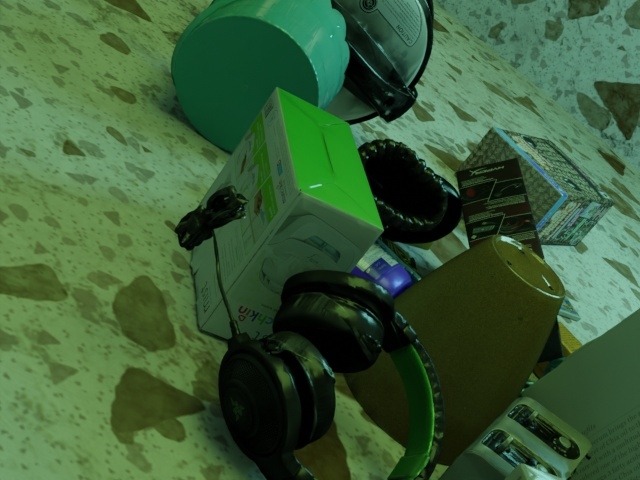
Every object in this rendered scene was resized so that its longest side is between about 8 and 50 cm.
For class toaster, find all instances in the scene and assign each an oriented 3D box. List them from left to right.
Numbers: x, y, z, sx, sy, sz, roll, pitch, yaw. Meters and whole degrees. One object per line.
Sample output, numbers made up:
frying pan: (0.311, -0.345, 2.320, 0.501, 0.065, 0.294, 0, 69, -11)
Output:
toaster: (0.203, 0.286, 1.138, 0.110, 0.185, 0.168, 42, 33, 17)

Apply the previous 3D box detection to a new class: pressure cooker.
pressure cooker: (0.024, -0.424, 1.916, 0.370, 0.375, 0.420, 1, 36, -13)

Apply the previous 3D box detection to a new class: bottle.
bottle: (0.000, 0.000, 1.452, 0.283, 0.092, 0.118, 42, 25, 11)

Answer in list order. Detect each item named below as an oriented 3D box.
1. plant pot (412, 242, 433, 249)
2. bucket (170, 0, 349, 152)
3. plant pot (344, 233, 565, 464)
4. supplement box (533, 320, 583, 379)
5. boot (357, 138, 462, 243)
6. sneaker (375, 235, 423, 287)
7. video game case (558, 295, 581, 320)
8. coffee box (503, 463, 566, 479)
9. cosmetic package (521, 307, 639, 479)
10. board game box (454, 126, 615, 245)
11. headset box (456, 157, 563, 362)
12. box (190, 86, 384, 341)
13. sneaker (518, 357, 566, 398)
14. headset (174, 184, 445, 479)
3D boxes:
plant pot: (0.174, -0.046, 1.773, 0.082, 0.083, 0.081, 16, 32, -40)
bucket: (-0.098, -0.283, 1.617, 0.281, 0.281, 0.183, 34, 33, -6)
plant pot: (0.196, 0.123, 1.304, 0.237, 0.254, 0.237, 31, 25, -16)
supplement box: (0.431, 0.238, 1.620, 0.080, 0.078, 0.233, 1, 43, -52)
boot: (0.138, -0.068, 1.562, 0.348, 0.131, 0.260, 8, -4, -29)
sneaker: (0.134, 0.055, 1.563, 0.078, 0.067, 0.188, 0, 40, -44)
video game case: (0.459, 0.106, 1.966, 0.087, 0.011, 0.122, 20, 29, -34)
coffee box: (0.158, 0.339, 0.880, 0.098, 0.246, 0.141, 24, 27, -23)
cosmetic package: (0.417, 0.330, 1.163, 0.162, 0.230, 0.453, 22, 41, -30)
board game box: (0.487, -0.118, 2.240, 0.291, 0.141, 0.232, 1, 42, -52)
headset box: (0.304, 0.045, 1.588, 0.293, 0.110, 0.218, -91, 164, -50)
box: (-0.056, -0.026, 1.258, 0.127, 0.231, 0.262, 24, 27, -24)
sneaker: (0.340, 0.239, 1.477, 0.110, 0.107, 0.275, 30, 24, 7)
headset: (-0.006, 0.115, 1.058, 0.394, 0.185, 0.243, 47, 52, -8)
